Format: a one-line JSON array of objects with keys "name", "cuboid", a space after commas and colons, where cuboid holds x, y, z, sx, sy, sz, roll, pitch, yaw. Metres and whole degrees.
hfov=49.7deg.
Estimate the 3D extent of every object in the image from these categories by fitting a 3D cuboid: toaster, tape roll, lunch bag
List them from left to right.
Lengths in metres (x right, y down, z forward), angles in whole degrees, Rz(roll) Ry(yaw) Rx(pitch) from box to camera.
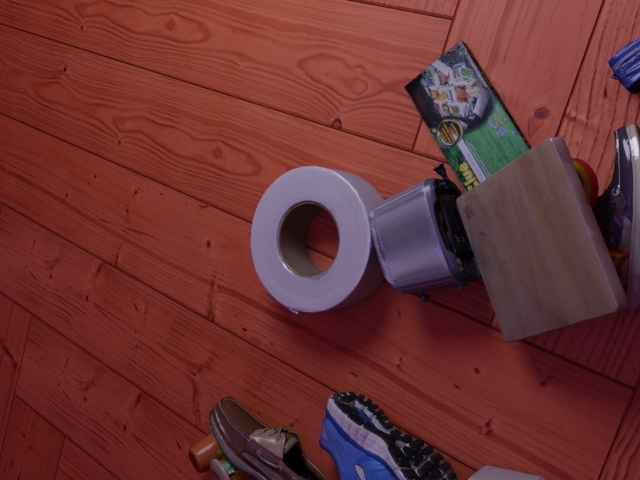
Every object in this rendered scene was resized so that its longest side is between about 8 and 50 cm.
[{"name": "tape roll", "cuboid": [0.000, 0.000, 1.358, 0.286, 0.100, 0.286, 0, 89, 33]}, {"name": "toaster", "cuboid": [0.181, -0.010, 1.221, 0.146, 0.129, 0.227, -23, 78, 34]}, {"name": "lunch bag", "cuboid": [0.489, -0.274, 1.053, 0.098, 0.067, 0.065, -34, 71, 30]}]

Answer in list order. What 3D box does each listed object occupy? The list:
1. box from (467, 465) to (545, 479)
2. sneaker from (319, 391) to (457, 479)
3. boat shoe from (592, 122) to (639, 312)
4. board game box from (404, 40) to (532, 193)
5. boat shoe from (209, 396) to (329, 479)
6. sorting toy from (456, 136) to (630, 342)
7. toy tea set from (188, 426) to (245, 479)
[{"name": "box", "cuboid": [0.306, 0.530, 1.151, 0.113, 0.094, 0.275, 0, 90, 34]}, {"name": "sneaker", "cuboid": [0.122, 0.428, 1.271, 0.330, 0.129, 0.147, 37, 115, 37]}, {"name": "boat shoe", "cuboid": [0.454, -0.033, 1.056, 0.092, 0.103, 0.285, -2, 94, 29]}, {"name": "board game box", "cuboid": [0.263, -0.210, 1.228, 0.136, 0.030, 0.260, -34, 71, 26]}, {"name": "boat shoe", "cuboid": [-0.088, 0.437, 1.412, 0.324, 0.122, 0.120, 44, 107, 17]}, {"name": "sorting toy", "cuboid": [0.352, 0.004, 1.070, 0.255, 0.089, 0.257, -40, 64, 62]}, {"name": "toy tea set", "cuboid": [-0.151, 0.539, 1.470, 0.336, 0.124, 0.200, 59, 148, 16]}]
